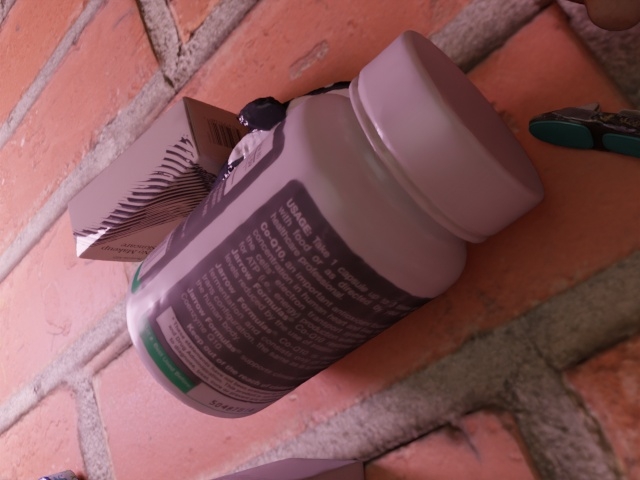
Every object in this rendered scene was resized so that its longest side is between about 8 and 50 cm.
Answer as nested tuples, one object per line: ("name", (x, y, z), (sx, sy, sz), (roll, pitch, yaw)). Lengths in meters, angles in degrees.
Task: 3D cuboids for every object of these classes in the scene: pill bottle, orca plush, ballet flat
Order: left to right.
("orca plush", (-0.039, -0.084, 0.673), (0.151, 0.102, 0.287), (31, 122, -9))
("pill bottle", (0.000, 0.000, 0.531), (0.361, 0.204, 0.204), (-39, 62, 28))
("ballet flat", (0.232, -0.093, 0.473), (0.114, 0.041, 0.041), (22, 97, 38))

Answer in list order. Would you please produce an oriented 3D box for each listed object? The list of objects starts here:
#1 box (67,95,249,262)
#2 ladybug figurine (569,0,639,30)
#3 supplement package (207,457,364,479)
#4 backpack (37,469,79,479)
("box", (-0.216, -0.069, 0.771), (0.275, 0.113, 0.094), (-32, 67, 32))
("ladybug figurine", (0.264, -0.362, 0.400), (0.305, 0.162, 0.449), (20, 96, 38))
("supplement package", (-0.044, 0.275, 0.543), (0.105, 0.179, 0.105), (-15, 75, 36))
("backpack", (-0.414, 0.419, 0.875), (0.105, 0.084, 0.114), (35, 102, 34))
